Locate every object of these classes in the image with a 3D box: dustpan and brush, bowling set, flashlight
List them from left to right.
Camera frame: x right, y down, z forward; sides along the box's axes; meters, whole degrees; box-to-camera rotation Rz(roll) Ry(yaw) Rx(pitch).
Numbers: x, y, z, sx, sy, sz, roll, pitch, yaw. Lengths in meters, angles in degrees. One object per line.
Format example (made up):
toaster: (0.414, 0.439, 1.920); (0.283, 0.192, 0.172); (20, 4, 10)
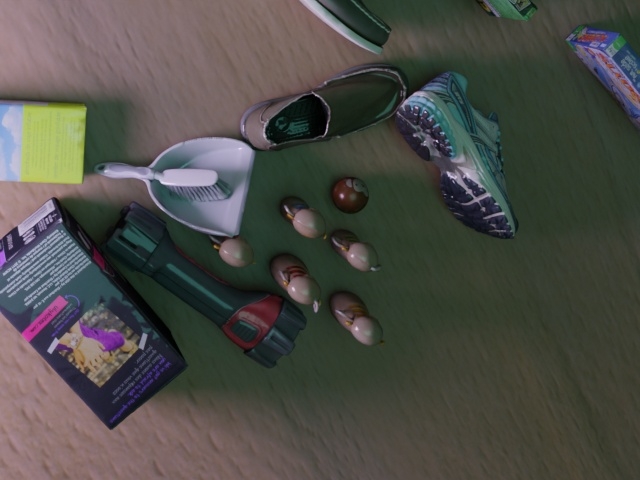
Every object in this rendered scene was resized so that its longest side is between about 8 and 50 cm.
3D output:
dustpan and brush: (-0.208, -0.084, 1.800); (0.211, 0.060, 0.147); (3, 64, 15)
flashlight: (-0.164, 0.059, 1.843); (0.304, 0.103, 0.103); (37, 68, -15)
bowling set: (0.000, 0.000, 1.835); (0.287, 0.154, 0.200); (27, 96, -19)

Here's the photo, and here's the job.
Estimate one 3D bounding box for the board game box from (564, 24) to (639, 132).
board game box: (0.455, -0.227, 1.906); (0.035, 0.136, 0.201); (-45, 109, 0)

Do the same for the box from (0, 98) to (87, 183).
box: (-0.408, -0.134, 1.755); (0.178, 0.042, 0.109); (2, 102, -15)

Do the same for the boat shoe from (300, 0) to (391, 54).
boat shoe: (-0.013, -0.371, 1.764); (0.305, 0.109, 0.091); (37, 97, -16)

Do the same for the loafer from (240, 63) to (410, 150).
loafer: (0.015, -0.178, 1.830); (0.251, 0.087, 0.094); (-22, 108, -8)

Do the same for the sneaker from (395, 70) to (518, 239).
sneaker: (0.230, -0.123, 1.891); (0.122, 0.110, 0.283); (-49, 123, -24)

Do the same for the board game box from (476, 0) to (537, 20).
board game box: (0.184, -0.405, 1.792); (0.259, 0.136, 0.030); (44, 87, -20)

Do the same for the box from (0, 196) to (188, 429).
box: (-0.324, 0.096, 1.769); (0.143, 0.165, 0.270); (-39, 110, -3)
